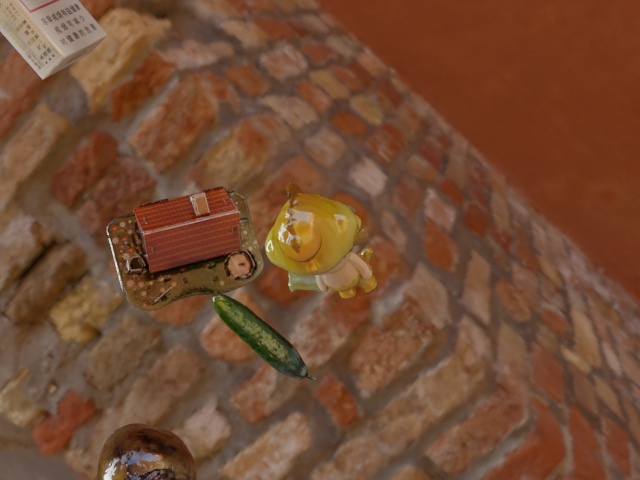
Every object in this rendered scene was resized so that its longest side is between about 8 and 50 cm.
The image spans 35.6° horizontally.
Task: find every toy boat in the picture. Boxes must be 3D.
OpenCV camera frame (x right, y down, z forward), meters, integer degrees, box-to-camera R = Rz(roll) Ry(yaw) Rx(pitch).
[{"bbox_3d":[-0.002,-0.006,2.153,0.111,0.084,0.276,-4,38,25],"label":"toy boat"}]

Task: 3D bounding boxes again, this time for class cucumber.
[{"bbox_3d":[-0.100,0.174,1.737,0.056,0.250,0.056,-40,19,17],"label":"cucumber"}]

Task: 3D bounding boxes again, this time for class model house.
[{"bbox_3d":[-0.257,0.008,1.966,0.294,0.207,0.154,-14,-7,-16],"label":"model house"}]

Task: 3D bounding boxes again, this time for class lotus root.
[{"bbox_3d":[-0.304,0.395,1.736,0.141,0.169,0.314,-68,17,2],"label":"lotus root"}]

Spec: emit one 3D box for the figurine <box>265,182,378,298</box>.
[{"bbox_3d":[0.007,0.010,1.470,0.156,0.246,0.131,-17,55,15],"label":"figurine"}]

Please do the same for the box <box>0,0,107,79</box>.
[{"bbox_3d":[-0.659,-0.542,2.242,0.095,0.330,0.210,-33,12,27],"label":"box"}]
